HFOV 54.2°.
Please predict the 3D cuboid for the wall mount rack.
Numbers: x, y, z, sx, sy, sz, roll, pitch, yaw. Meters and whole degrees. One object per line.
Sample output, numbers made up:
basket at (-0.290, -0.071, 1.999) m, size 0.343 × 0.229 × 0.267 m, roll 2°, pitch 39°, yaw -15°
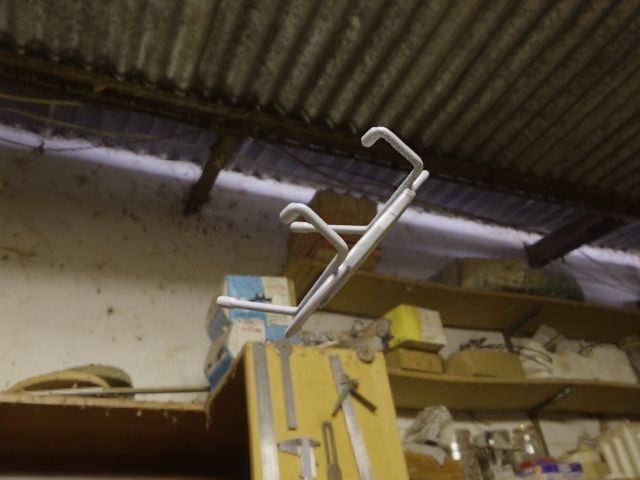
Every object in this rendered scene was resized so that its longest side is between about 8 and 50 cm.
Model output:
wall mount rack at (0.000, 0.000, 0.893) m, size 0.130 × 0.350 × 0.304 m, roll 41°, pitch -39°, yaw 3°
